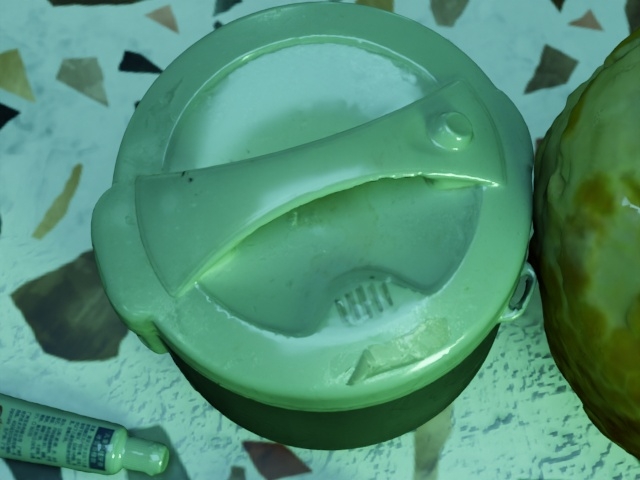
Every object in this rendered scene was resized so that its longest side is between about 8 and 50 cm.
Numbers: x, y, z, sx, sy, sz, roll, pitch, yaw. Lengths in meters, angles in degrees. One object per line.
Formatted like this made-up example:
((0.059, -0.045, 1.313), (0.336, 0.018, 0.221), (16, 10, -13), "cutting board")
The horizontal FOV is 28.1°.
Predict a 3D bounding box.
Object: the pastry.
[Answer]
((0.314, 0.022, 0.837), (0.388, 0.388, 0.313), (16, 88, 5), "pastry")

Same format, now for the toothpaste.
((-0.220, 0.145, 0.972), (0.216, 0.037, 0.062), (9, 73, 8), "toothpaste")

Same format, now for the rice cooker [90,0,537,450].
((-0.001, -0.002, 0.889), (0.288, 0.277, 0.289), (-1, 72, 3), "rice cooker")
